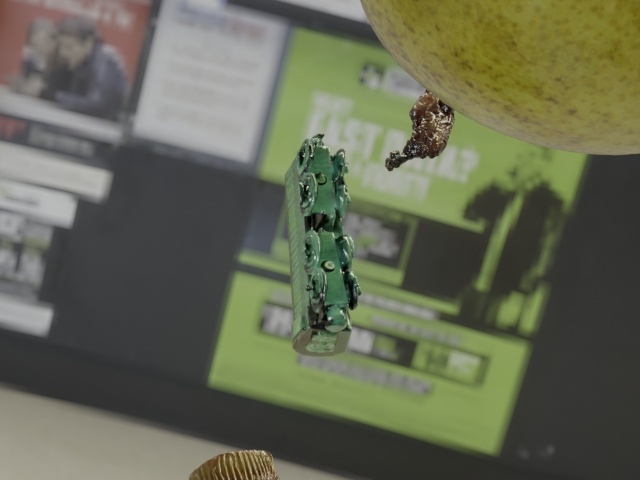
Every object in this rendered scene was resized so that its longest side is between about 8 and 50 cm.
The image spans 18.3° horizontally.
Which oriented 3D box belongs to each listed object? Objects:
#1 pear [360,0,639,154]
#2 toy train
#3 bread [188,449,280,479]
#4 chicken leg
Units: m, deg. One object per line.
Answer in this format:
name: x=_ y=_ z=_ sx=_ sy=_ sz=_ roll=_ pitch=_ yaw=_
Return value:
pear: x=0.118 y=-0.130 z=0.832 sx=0.197 sy=0.197 sz=0.197 roll=13 pitch=19 yaw=-5
toy train: x=0.000 y=0.000 z=1.291 sx=0.038 sy=0.071 sz=0.148 roll=4 pitch=59 yaw=-12
bread: x=-0.074 y=0.224 z=1.771 sx=0.085 sy=0.085 sz=0.053 roll=0 pitch=55 yaw=-36
chicken leg: x=0.078 y=-0.079 z=1.468 sx=0.036 sy=0.021 sz=0.083 roll=25 pitch=61 yaw=4
